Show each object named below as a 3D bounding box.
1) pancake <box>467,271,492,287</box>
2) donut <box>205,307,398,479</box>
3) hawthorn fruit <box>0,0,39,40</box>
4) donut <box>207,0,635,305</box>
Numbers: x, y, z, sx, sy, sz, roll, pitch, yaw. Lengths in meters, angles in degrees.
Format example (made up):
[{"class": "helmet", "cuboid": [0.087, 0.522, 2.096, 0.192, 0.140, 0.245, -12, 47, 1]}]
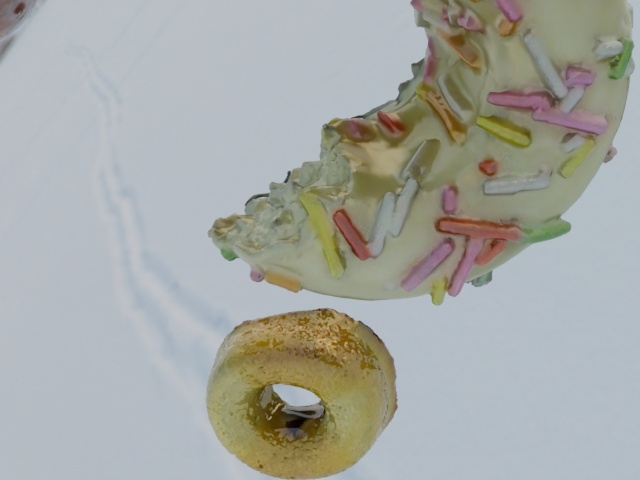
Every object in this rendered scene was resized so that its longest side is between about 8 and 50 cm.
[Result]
[{"class": "pancake", "cuboid": [0.156, -0.039, 1.144, 0.054, 0.376, 0.197, -5, 53, 5]}, {"class": "donut", "cuboid": [-0.023, 0.154, 1.032, 0.074, 0.190, 0.174, -65, -19, -63]}, {"class": "hawthorn fruit", "cuboid": [-0.381, -0.292, 1.004, 0.263, 0.231, 0.235, 7, 46, 18]}, {"class": "donut", "cuboid": [0.073, -0.120, 0.753, 0.150, 0.307, 0.371, -109, 20, -63]}]
